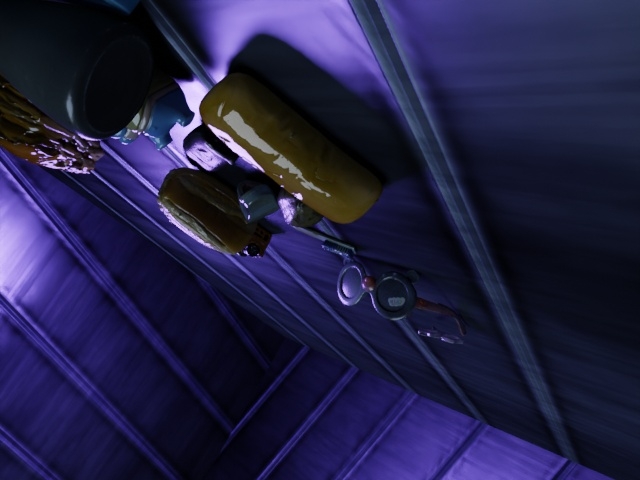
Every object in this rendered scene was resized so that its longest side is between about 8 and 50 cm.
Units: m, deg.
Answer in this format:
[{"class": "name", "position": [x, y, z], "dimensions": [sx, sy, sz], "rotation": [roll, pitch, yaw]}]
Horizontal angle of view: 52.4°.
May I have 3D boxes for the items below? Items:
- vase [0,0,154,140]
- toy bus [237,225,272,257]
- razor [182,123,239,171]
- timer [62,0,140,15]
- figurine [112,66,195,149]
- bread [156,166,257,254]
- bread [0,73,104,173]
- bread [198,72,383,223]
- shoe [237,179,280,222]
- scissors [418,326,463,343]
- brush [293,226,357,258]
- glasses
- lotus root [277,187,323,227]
[{"class": "vase", "position": [-0.417, -0.281, 0.929], "dimensions": [0.321, 0.173, 0.173], "rotation": [26, 165, 11]}, {"class": "toy bus", "position": [-0.225, -0.030, 1.658], "dimensions": [0.195, 0.088, 0.083], "rotation": [34, 165, -23]}, {"class": "razor", "position": [-0.196, -0.172, 1.184], "dimensions": [0.090, 0.054, 0.148], "rotation": [36, 164, -20]}, {"class": "timer", "position": [-0.378, -0.370, 0.818], "dimensions": [0.232, 0.091, 0.250], "rotation": [21, 169, 31]}, {"class": "figurine", "position": [-0.338, -0.233, 1.074], "dimensions": [0.262, 0.153, 0.180], "rotation": [35, 155, 1]}, {"class": "bread", "position": [-0.258, -0.069, 1.486], "dimensions": [0.236, 0.140, 0.106], "rotation": [35, 168, -20]}, {"class": "bread", "position": [-0.725, -0.286, 1.614], "dimensions": [0.278, 0.167, 0.324], "rotation": [28, 164, 10]}, {"class": "bread", "position": [-0.045, -0.129, 0.977], "dimensions": [0.305, 0.091, 0.142], "rotation": [36, 170, -19]}, {"class": "shoe", "position": [-0.133, -0.092, 1.338], "dimensions": [0.195, 0.079, 0.078], "rotation": [108, 137, -83]}, {"class": "scissors", "position": [0.266, 0.210, 1.480], "dimensions": [0.100, 0.015, 0.189], "rotation": [13, 179, 4]}, {"class": "brush", "position": [0.000, -0.001, 1.435], "dimensions": [0.179, 0.030, 0.033], "rotation": [22, 173, 27]}, {"class": "glasses", "position": [0.191, 0.122, 1.463], "dimensions": [0.268, 0.118, 0.234], "rotation": [16, 177, -42]}, {"class": "lotus root", "position": [-0.031, -0.067, 1.142], "dimensions": [0.089, 0.081, 0.179], "rotation": [65, 173, -1]}]
